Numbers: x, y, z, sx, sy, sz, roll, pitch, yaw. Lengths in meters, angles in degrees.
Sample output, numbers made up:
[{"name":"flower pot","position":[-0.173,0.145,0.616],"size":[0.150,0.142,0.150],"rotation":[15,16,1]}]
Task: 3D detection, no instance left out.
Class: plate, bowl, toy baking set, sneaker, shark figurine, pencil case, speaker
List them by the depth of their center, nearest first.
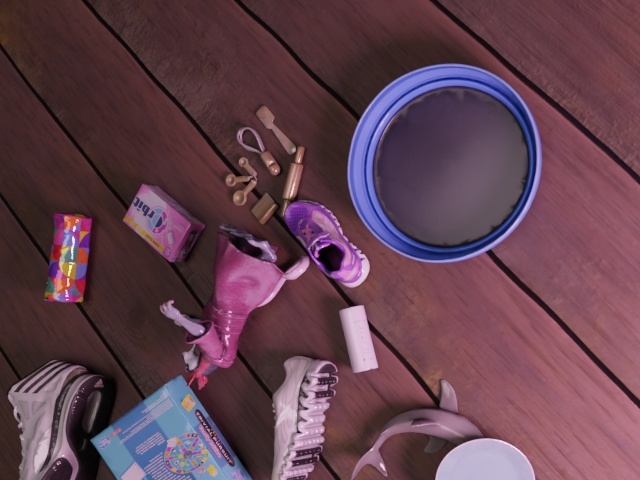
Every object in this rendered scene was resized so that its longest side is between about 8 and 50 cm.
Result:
[{"name":"plate","position":[0.312,0.459,1.456],"size":[0.188,0.024,0.188],"rotation":[1,102,5]},{"name":"shark figurine","position":[0.180,0.376,1.509],"size":[0.278,0.116,0.166],"rotation":[-18,78,23]},{"name":"bowl","position":[0.244,-0.150,1.520],"size":[0.391,0.077,0.391],"rotation":[-2,86,27]},{"name":"speaker","position":[0.079,0.205,1.597],"size":[0.055,0.055,0.136],"rotation":[-18,80,25]},{"name":"sneaker","position":[0.000,0.000,1.620],"size":[0.236,0.104,0.095],"rotation":[47,109,22]},{"name":"sneaker","position":[-0.054,0.388,1.636],"size":[0.118,0.110,0.292],"rotation":[13,85,34]},{"name":"toy baking set","position":[-0.125,-0.169,1.732],"size":[0.196,0.030,0.256],"rotation":[21,97,26]},{"name":"sneaker","position":[-0.695,0.514,1.936],"size":[0.257,0.169,0.448],"rotation":[19,88,35]},{"name":"pencil case","position":[-0.644,0.047,1.947],"size":[0.104,0.104,0.237],"rotation":[10,91,27]}]

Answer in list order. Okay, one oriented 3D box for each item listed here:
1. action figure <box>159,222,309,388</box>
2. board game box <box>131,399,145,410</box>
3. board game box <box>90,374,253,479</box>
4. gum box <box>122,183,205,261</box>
[{"name":"action figure","position":[-0.201,0.161,1.698],"size":[0.275,0.248,0.370],"rotation":[17,94,-1]},{"name":"board game box","position":[-0.435,0.489,1.846],"size":[0.170,0.048,0.141],"rotation":[-43,72,18]},{"name":"board game box","position":[-0.326,0.516,1.733],"size":[0.253,0.079,0.336],"rotation":[-37,85,19]},{"name":"gum box","position":[-0.372,-0.039,1.831],"size":[0.188,0.062,0.107],"rotation":[37,104,23]}]
